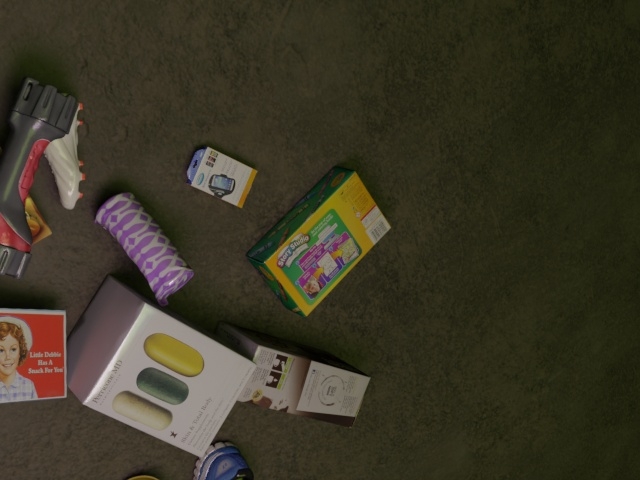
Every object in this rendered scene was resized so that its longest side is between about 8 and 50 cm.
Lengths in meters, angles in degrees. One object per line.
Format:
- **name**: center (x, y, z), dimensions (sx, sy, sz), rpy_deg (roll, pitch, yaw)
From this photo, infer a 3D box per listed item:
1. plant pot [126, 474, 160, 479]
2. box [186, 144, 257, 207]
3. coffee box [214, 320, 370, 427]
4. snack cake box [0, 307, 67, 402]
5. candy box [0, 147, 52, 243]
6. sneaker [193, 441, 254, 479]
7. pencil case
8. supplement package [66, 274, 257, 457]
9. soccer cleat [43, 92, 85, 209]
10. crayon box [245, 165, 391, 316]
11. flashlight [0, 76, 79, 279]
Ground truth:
- **plant pot**: center (-0.339, 0.538, 1.607), dimensions (0.134, 0.134, 0.095), rpy_deg (-43, 147, -18)
- **box**: center (-0.195, -0.125, 1.588), dimensions (0.136, 0.028, 0.081), rpy_deg (25, 88, -33)
- **coffee box**: center (-0.069, 0.275, 1.686), dimensions (0.297, 0.168, 0.119), rpy_deg (22, 89, -35)
- **snack cake box**: center (-0.531, 0.185, 1.315), dimensions (0.264, 0.089, 0.152), rpy_deg (13, 70, -60)
- **candy box**: center (-0.539, -0.064, 1.357), dimensions (0.109, 0.053, 0.187), rpy_deg (-35, 117, -22)
- **sneaker**: center (-0.210, 0.589, 1.682), dimensions (0.129, 0.147, 0.330), rpy_deg (6, 99, -35)
- **pencil case**: center (-0.312, 0.010, 1.447), dimensions (0.088, 0.206, 0.086), rpy_deg (-43, 169, 17)
- **supplement package**: center (-0.301, 0.227, 1.498), dimensions (0.262, 0.198, 0.199), rpy_deg (36, 82, -34)
- **soccer cleat**: center (-0.442, -0.150, 1.396), dimensions (0.076, 0.068, 0.196), rpy_deg (-3, 96, -28)
- **crayon box**: center (0.000, 0.000, 1.716), dimensions (0.278, 0.081, 0.165), rpy_deg (-45, 122, -16)
- **flashlight**: center (-0.468, -0.094, 1.311), dimensions (0.103, 0.103, 0.304), rpy_deg (20, 83, 0)
